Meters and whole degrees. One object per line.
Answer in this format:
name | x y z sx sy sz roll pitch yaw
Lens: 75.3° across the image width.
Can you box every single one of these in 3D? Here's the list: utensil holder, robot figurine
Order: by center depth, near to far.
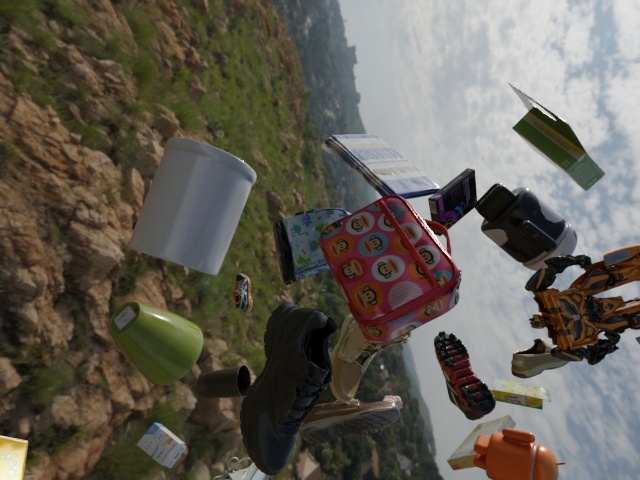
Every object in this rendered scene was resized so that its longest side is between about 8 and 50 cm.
robot figurine | 0.535 0.108 0.763 0.085 0.291 0.211 31 39 -83
robot figurine | 0.531 0.599 1.115 0.128 0.220 0.158 48 54 -47
robot figurine | 0.570 -0.040 1.153 0.278 0.209 0.173 41 -32 3
utensil holder | -0.433 -0.102 1.424 0.327 0.328 0.385 48 58 -73

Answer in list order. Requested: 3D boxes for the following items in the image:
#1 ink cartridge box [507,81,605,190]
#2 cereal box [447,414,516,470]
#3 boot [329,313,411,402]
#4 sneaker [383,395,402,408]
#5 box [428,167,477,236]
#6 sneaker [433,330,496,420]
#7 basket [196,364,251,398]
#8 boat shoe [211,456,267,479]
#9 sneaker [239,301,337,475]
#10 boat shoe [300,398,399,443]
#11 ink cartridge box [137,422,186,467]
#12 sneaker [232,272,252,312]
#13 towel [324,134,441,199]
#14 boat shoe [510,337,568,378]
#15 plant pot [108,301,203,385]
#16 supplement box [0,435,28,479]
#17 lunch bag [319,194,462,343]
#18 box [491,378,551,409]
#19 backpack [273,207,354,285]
ink cartridge box | 0.457 -0.204 0.833 0.235 0.056 0.171 18 33 -40
cereal box | 0.589 0.739 1.514 0.047 0.240 0.173 55 -39 15
boot | 0.133 0.285 1.086 0.095 0.203 0.262 43 44 -21
sneaker | 0.281 0.639 1.611 0.134 0.070 0.050 -4 89 -74
box | 0.350 -0.101 1.084 0.029 0.162 0.116 28 -33 46
sneaker | 0.408 0.403 1.225 0.276 0.098 0.135 -111 -168 -47
basket | -0.494 0.725 2.102 0.204 0.227 0.154 47 34 -77
boat shoe | -0.274 0.789 1.333 0.367 0.157 0.135 -34 142 -66
sneaker | -0.048 0.248 0.702 0.109 0.130 0.286 22 72 -44
boat shoe | 0.090 0.558 1.344 0.116 0.325 0.123 -97 173 -53
ink cartridge box | -0.580 0.757 1.530 0.092 0.143 0.090 -53 167 -25
sneaker | -0.387 0.247 2.006 0.083 0.084 0.214 10 44 -33
towel | 0.165 -0.201 1.111 0.285 0.209 0.034 48 -47 30
boat shoe | 0.545 0.274 1.013 0.068 0.190 0.072 0 -79 63
plant pot | -0.650 0.366 1.581 0.293 0.275 0.274 58 19 -45
supplement box | -0.700 0.558 0.741 0.195 0.194 0.356 41 9 -42
lunch bag | 0.155 0.044 0.874 0.293 0.258 0.120 64 1 43
box | 0.683 0.524 1.414 0.105 0.179 0.043 -10 100 -64
backpack | 0.000 0.000 1.705 0.273 0.356 0.290 111 -30 -68
